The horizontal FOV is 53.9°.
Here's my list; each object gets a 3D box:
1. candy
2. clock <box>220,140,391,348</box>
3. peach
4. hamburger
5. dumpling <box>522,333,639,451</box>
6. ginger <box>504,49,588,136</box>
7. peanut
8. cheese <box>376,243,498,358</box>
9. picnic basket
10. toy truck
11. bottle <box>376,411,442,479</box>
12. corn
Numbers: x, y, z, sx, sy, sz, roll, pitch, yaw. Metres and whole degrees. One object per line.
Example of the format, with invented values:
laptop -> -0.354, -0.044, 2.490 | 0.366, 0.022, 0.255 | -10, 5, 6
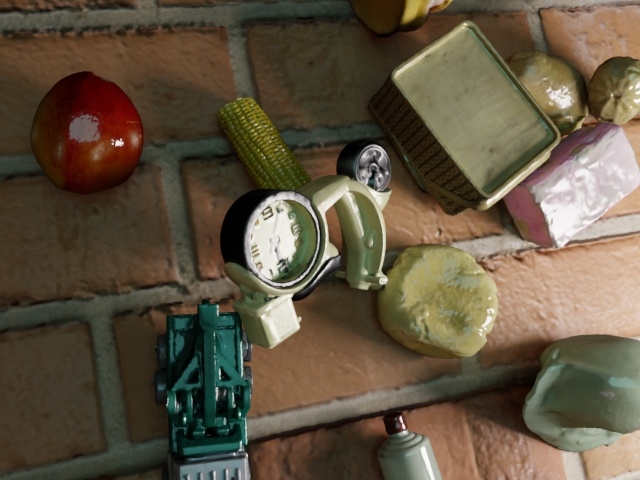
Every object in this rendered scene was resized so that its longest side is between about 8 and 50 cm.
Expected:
candy -> 0.512, -0.115, 1.295 | 0.265, 0.115, 0.156 | -34, 110, -15
clock -> 0.000, 0.000, 1.106 | 0.379, 0.120, 0.277 | -26, 112, -34
peach -> -0.386, -0.184, 1.054 | 0.197, 0.197, 0.198 | 2, 81, -14
hamburger -> 0.173, -0.561, 1.217 | 0.236, 0.276, 0.277 | -29, 90, -14
dumpling -> 0.555, 0.279, 1.233 | 0.320, 0.270, 0.212 | 8, 56, 11
ginger -> 0.461, -0.313, 1.316 | 0.267, 0.138, 0.152 | 32, 80, -13
peanut -> 0.615, -0.297, 1.309 | 0.123, 0.256, 0.124 | -2, 85, 20
cheese -> 0.225, 0.111, 1.207 | 0.225, 0.117, 0.214 | 25, 71, -5
picnic basket -> 0.274, -0.224, 1.238 | 0.228, 0.175, 0.313 | -37, 88, -16
toy truck -> -0.191, 0.279, 1.044 | 0.176, 0.178, 0.364 | -1, 85, -15
bottle -> 0.170, 0.435, 1.148 | 0.104, 0.104, 0.245 | -17, 86, -16
corn -> -0.100, -0.154, 1.171 | 0.093, 0.093, 0.244 | -36, 91, -16
